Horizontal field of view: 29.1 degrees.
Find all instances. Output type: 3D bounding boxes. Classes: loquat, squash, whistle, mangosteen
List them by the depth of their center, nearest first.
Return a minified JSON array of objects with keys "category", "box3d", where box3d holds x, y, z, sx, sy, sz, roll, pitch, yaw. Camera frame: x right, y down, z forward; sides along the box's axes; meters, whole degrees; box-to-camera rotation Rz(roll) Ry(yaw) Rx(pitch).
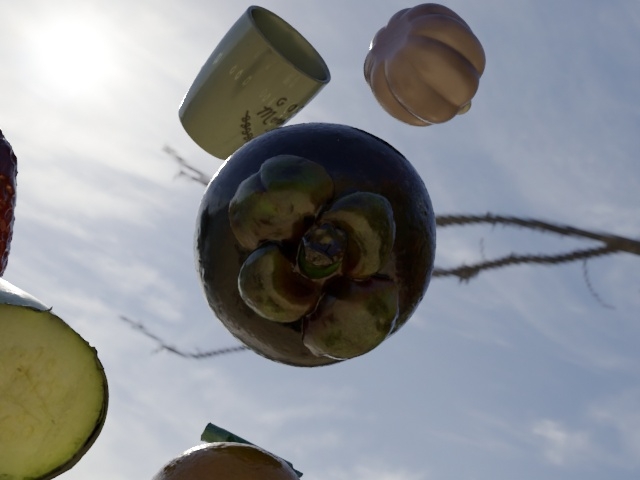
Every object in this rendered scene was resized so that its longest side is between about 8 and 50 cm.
[{"category":"squash","box3d":[-0.280,0.070,0.979,0.137,0.137,0.287,49,-9,-38]},{"category":"loquat","box3d":[-0.099,0.303,1.207,0.208,0.208,0.208,17,-30,10]},{"category":"mangosteen","box3d":[0.001,-0.002,1.438,0.300,0.300,0.300,17,-30,10]},{"category":"whistle","box3d":[-0.117,0.363,2.084,0.186,0.039,0.039,23,-28,21]}]

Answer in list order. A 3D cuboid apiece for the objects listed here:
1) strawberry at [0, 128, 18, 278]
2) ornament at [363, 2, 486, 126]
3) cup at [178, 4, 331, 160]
[{"category":"strawberry","box3d":[-0.493,-0.041,1.665,0.205,0.205,0.244,6,-57,28]},{"category":"ornament","box3d":[0.157,-0.251,1.798,0.178,0.177,0.177,17,-30,10]},{"category":"cup","box3d":[-0.105,-0.260,2.165,0.234,0.186,0.258,-45,-24,23]}]
